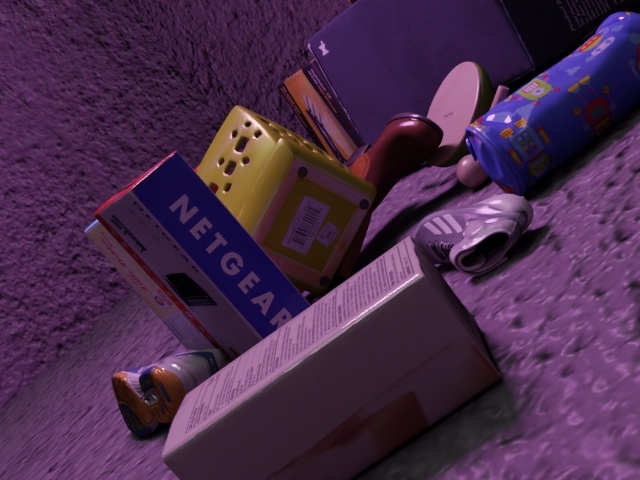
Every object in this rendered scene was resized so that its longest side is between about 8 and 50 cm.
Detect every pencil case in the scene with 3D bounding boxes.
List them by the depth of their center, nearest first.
[{"bbox_3d":[0.339,-0.191,1.253,0.306,0.119,0.133,-39,39,-7],"label":"pencil case"}]

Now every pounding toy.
[{"bbox_3d":[0.268,-0.187,1.506,0.237,0.110,0.183,-117,46,-64],"label":"pounding toy"}]

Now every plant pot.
[{"bbox_3d":[-0.061,-0.053,1.434,0.228,0.227,0.207,-62,33,4],"label":"plant pot"}]

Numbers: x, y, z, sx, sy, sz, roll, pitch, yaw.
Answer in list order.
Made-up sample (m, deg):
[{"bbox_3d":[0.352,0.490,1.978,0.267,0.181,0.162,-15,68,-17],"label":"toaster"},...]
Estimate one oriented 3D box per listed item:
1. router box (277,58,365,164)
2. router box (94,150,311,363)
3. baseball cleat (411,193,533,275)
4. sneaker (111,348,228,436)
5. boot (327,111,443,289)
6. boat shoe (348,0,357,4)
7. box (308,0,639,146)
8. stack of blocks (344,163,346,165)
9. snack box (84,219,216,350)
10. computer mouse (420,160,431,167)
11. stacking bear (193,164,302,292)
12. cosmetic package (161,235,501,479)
[{"bbox_3d":[0.050,-0.276,2.108,0.081,0.309,0.243,-38,9,-20],"label":"router box"},{"bbox_3d":[-0.158,0.046,1.288,0.082,0.335,0.301,-44,11,-19],"label":"router box"},{"bbox_3d":[0.168,0.003,1.125,0.206,0.072,0.109,-31,18,52],"label":"baseball cleat"},{"bbox_3d":[-0.241,0.239,1.465,0.131,0.112,0.296,-23,2,-33],"label":"sneaker"},{"bbox_3d":[0.073,-0.060,1.490,0.264,0.096,0.280,-18,40,53],"label":"boot"},{"bbox_3d":[0.130,-0.550,1.896,0.178,0.064,0.060,-29,2,-15],"label":"boat shoe"},{"bbox_3d":[0.319,-0.454,1.847,0.472,0.297,0.480,-32,4,-37],"label":"box"},{"bbox_3d":[-0.040,-0.038,1.979,0.297,0.087,0.171,-43,11,-25],"label":"stack of blocks"},{"bbox_3d":[-0.257,0.063,1.600,0.187,0.322,0.060,-26,17,48],"label":"snack box"},{"bbox_3d":[0.225,-0.176,1.720,0.184,0.060,0.262,-31,8,-5],"label":"computer mouse"},{"bbox_3d":[-0.152,-0.011,1.664,0.175,0.289,0.164,-25,16,50],"label":"stacking bear"},{"bbox_3d":[0.010,0.143,0.880,0.296,0.129,0.153,-35,12,10],"label":"cosmetic package"}]
